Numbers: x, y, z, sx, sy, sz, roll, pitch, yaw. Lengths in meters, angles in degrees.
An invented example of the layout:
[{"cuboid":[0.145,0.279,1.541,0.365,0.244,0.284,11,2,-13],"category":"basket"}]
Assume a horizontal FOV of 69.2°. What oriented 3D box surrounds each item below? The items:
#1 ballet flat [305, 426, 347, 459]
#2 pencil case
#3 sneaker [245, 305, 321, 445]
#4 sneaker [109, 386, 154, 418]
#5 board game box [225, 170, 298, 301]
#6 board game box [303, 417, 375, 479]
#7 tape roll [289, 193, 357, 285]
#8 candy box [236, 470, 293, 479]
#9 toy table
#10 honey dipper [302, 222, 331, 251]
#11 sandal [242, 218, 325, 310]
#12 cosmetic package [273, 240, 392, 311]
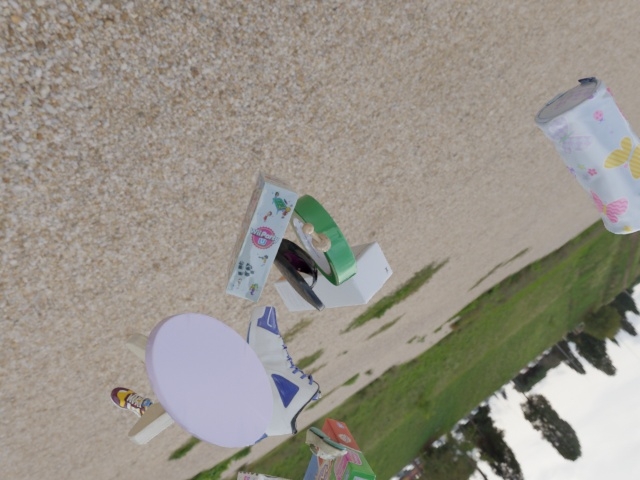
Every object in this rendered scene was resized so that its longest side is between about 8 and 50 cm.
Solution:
[{"cuboid":[0.012,0.501,1.121,0.168,0.057,0.052,-11,-124,66],"category":"ballet flat"},{"cuboid":[0.489,-0.141,0.805,0.113,0.273,0.124,-40,-170,-2],"category":"pencil case"},{"cuboid":[-0.089,0.324,1.123,0.182,0.315,0.127,0,158,-4],"category":"sneaker"},{"cuboid":[-0.615,0.547,1.565,0.084,0.185,0.069,-36,-157,34],"category":"sneaker"},{"cuboid":[-0.165,-0.019,1.255,0.224,0.098,0.303,-124,-126,-71],"category":"board game box"},{"cuboid":[0.033,0.654,1.236,0.316,0.064,0.242,-179,-69,-79],"category":"board game box"},{"cuboid":[0.000,0.000,1.556,0.077,0.321,0.321,-33,159,-11],"category":"tape roll"},{"cuboid":[-0.135,0.703,1.302,0.165,0.070,0.196,21,150,-17],"category":"candy box"},{"cuboid":[-0.226,0.251,0.839,0.161,0.274,0.252,-17,-162,43],"category":"toy table"},{"cuboid":[-0.009,-0.006,0.770,0.030,0.030,0.161,-38,166,2],"category":"honey dipper"},{"cuboid":[-0.110,0.049,1.559,0.107,0.445,0.167,-37,151,-9],"category":"sandal"},{"cuboid":[0.043,0.158,1.940,0.453,0.161,0.230,-14,-160,44],"category":"cosmetic package"}]
